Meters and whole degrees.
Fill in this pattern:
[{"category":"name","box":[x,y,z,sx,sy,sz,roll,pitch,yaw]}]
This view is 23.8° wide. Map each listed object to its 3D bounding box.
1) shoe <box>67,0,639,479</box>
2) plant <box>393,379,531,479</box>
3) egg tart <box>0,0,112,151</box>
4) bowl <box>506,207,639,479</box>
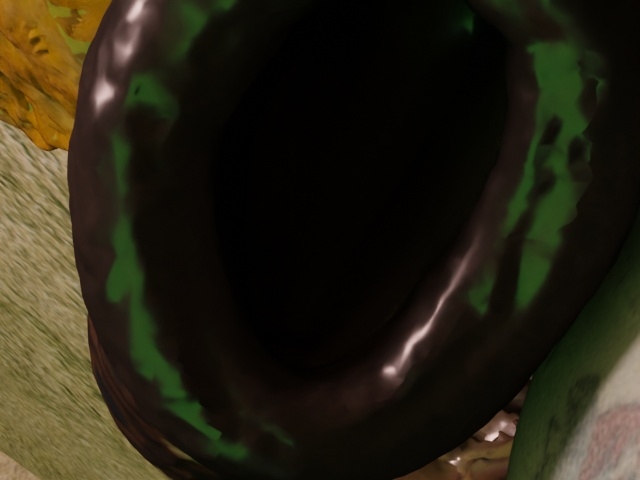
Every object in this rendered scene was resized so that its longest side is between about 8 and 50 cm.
[{"category":"shoe","box":[0.000,0.000,0.538,0.171,0.237,0.384,27,127,0]},{"category":"plant","box":[0.064,0.157,1.001,0.204,0.178,0.234,28,161,30]},{"category":"egg tart","box":[-0.110,-0.127,0.774,0.351,0.153,0.339,31,159,21]},{"category":"bowl","box":[0.185,0.173,0.521,0.435,0.196,0.435,45,-164,-17]}]
